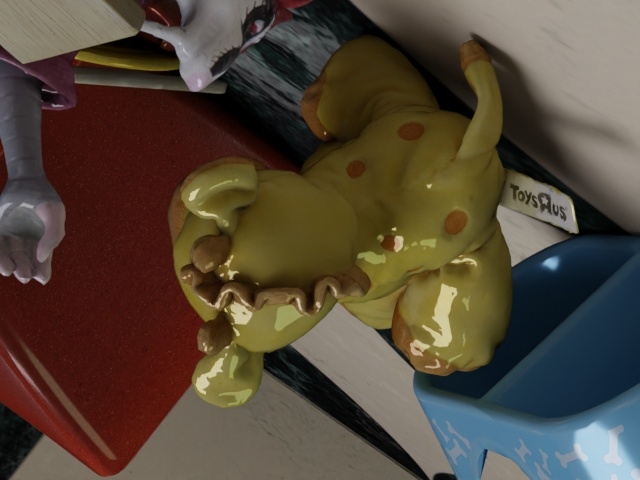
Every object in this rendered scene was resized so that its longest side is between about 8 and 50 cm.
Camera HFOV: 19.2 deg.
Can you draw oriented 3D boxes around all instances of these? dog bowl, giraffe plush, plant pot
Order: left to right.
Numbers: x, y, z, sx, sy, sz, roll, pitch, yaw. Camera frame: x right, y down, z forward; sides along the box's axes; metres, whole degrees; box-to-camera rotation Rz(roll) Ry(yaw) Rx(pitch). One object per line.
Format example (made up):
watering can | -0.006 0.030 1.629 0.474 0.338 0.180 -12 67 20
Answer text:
plant pot | -0.205 -0.038 1.377 0.267 0.267 0.236 27 163 43
giraffe plush | 0.000 0.000 0.940 0.210 0.170 0.181 -2 106 66
dog bowl | 0.146 0.068 0.976 0.074 0.166 0.297 51 167 -13

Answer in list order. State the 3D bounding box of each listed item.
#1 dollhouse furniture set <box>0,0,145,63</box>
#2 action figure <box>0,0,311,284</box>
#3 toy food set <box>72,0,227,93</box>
dollhouse furniture set | -0.068 -0.180 0.466 0.242 0.212 0.161 -9 142 38
action figure | -0.163 -0.166 0.874 0.370 0.248 0.275 15 -140 -37
toy food set | -0.141 -0.157 1.191 0.128 0.071 0.218 4 -162 -34
